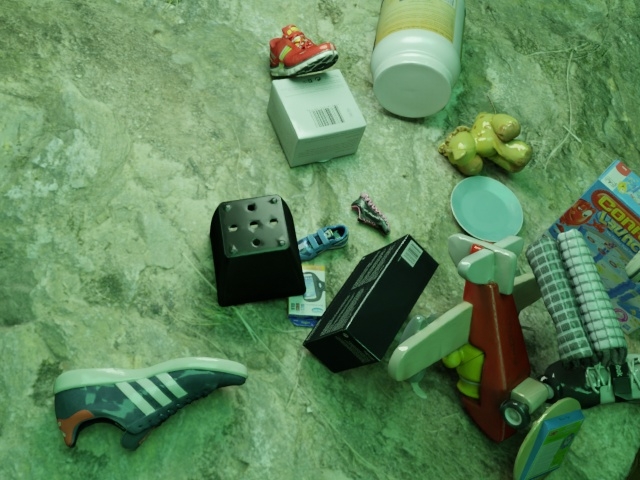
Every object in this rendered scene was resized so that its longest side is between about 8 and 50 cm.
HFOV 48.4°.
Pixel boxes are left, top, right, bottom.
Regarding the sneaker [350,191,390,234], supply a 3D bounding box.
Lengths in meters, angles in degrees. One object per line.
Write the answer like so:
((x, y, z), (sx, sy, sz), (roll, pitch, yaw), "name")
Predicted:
((0.115, -0.053, 1.654), (0.057, 0.047, 0.119), (-34, 70, -10), "sneaker")

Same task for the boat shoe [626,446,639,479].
((0.708, 0.479, 1.469), (0.096, 0.098, 0.277), (39, 67, 7), "boat shoe")

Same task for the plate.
((0.404, -0.074, 1.742), (0.188, 0.024, 0.188), (6, 60, -10), "plate")

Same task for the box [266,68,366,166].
((-0.013, -0.294, 1.708), (0.180, 0.119, 0.182), (-15, 65, -21), "box")

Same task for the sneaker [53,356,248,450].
((-0.303, 0.304, 1.307), (0.350, 0.131, 0.148), (-6, 70, -10), "sneaker")

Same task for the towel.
((0.485, 0.126, 1.364), (0.121, 0.283, 0.235), (-21, 68, 16), "towel")

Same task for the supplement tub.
((0.249, -0.495, 1.821), (0.228, 0.228, 0.316), (15, 59, -5), "supplement tub")

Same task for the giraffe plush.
((0.392, -0.233, 1.763), (0.170, 0.181, 0.210), (-31, 82, -4), "giraffe plush")

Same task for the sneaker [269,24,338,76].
((-0.057, -0.455, 1.700), (0.107, 0.279, 0.118), (-18, 106, -27), "sneaker")

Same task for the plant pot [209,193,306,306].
((-0.134, 0.009, 1.464), (0.187, 0.167, 0.188), (-8, 64, -6), "plant pot")

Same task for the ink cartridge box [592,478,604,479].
((0.556, 0.543, 1.431), (0.062, 0.029, 0.115), (-1, 61, -14), "ink cartridge box")

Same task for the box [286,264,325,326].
((-0.031, 0.117, 1.527), (0.081, 0.028, 0.136), (5, 59, -12), "box")

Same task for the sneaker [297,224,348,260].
((0.000, 0.000, 1.581), (0.144, 0.059, 0.053), (-22, 70, -22), "sneaker")

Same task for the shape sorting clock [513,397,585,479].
((0.444, 0.398, 1.398), (0.206, 0.206, 0.040), (-28, 43, -26), "shape sorting clock")

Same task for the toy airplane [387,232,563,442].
((0.305, 0.169, 1.439), (0.386, 0.272, 0.384), (34, 67, -32), "toy airplane")

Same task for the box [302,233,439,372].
((0.103, 0.130, 1.452), (0.103, 0.184, 0.261), (44, 59, -12), "box")

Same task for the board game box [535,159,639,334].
((0.676, 0.024, 1.591), (0.086, 0.302, 0.308), (-38, 75, -28), "board game box")

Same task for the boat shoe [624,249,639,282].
((0.791, 0.002, 1.353), (0.500, 0.187, 0.156), (-14, 60, -26), "boat shoe")

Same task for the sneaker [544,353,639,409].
((0.650, 0.288, 1.532), (0.330, 0.146, 0.123), (1, 62, -12), "sneaker")
